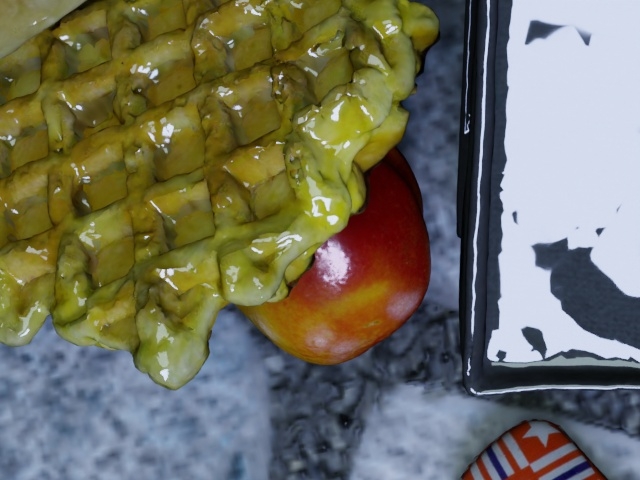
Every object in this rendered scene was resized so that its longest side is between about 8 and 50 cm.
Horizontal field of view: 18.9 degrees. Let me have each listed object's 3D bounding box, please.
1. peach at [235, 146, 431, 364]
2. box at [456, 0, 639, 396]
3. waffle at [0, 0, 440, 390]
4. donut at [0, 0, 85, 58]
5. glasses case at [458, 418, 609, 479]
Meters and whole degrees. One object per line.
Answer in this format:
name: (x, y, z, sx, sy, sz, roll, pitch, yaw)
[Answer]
peach: (0.000, 0.000, 0.829, 0.100, 0.101, 0.101, 0, 86, 4)
box: (0.181, -0.129, 0.706, 0.251, 0.204, 0.345, 2, 111, 3)
waffle: (-0.072, -0.057, 0.803, 0.238, 0.059, 0.243, 27, 79, 39)
donut: (-0.199, -0.228, 0.800, 0.330, 0.160, 0.330, -5, 78, 23)
glasses case: (0.132, 0.166, 0.826, 0.073, 0.049, 0.194, -41, 84, 1)
